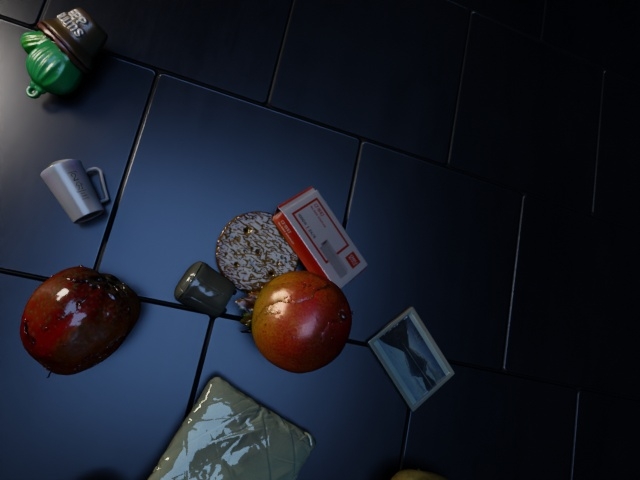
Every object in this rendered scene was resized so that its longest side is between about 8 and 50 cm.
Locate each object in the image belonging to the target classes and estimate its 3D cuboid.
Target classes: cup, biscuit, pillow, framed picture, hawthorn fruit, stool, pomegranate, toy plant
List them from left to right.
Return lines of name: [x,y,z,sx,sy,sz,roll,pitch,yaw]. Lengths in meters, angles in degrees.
toy plant: [-0.529,-0.375,0.826,0.143,0.105,0.200,44,85,2]
hawthorn fruit: [-0.440,0.165,0.748,0.181,0.181,0.235,28,96,-11]
cup: [-0.477,-0.103,0.824,0.104,0.074,0.116,-35,98,-46]
stool: [-0.236,0.103,0.849,0.110,0.096,0.096,34,75,-14]
pillow: [-0.184,0.462,0.825,0.274,0.076,0.280,37,68,-12]
biscuit: [-0.139,0.026,0.921,0.188,0.027,0.187,2,83,-15]
pomegranate: [-0.052,0.160,0.839,0.235,0.210,0.210,9,79,7]
framed picture: [0.220,0.285,0.998,0.150,0.015,0.203,-33,92,-18]

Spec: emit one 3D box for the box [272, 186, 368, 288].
box: [0.000,0.000,0.938,0.123,0.050,0.229,-36,93,-37]

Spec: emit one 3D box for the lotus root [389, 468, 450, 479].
lotus root: [0.261,0.601,0.903,0.278,0.154,0.154,26,76,-17]
